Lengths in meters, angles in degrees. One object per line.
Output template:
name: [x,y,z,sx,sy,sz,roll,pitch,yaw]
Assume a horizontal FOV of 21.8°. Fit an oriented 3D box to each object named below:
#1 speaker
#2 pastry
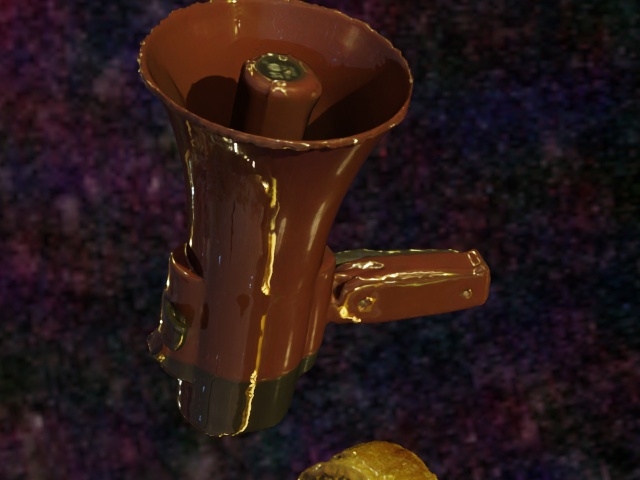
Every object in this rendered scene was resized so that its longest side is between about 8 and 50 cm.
speaker: [-0.013,-0.019,1.275,0.198,0.259,0.329,38,142,33]
pastry: [0.031,0.179,1.059,0.109,0.057,0.097,-18,86,45]
